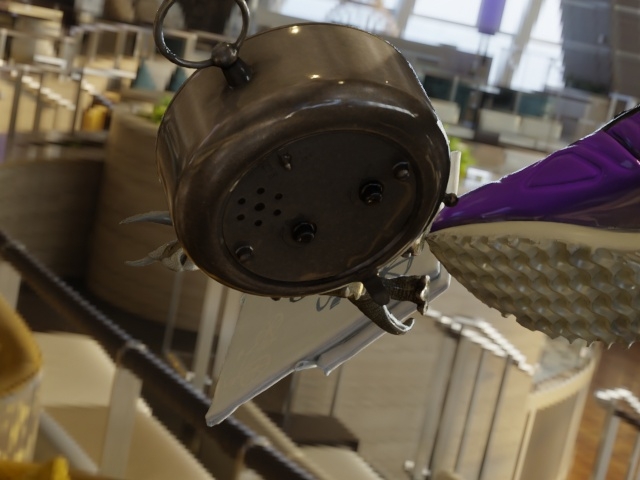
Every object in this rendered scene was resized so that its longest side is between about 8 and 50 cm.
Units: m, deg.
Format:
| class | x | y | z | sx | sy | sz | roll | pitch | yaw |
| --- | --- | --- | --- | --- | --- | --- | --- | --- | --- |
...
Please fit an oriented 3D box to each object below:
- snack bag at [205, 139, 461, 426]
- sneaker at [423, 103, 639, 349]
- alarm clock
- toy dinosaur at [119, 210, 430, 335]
| class | x | y | z | sx | sy | sz | roll | pitch | yaw |
| --- | --- | --- | --- | --- | --- | --- | --- | --- | --- |
| snack bag | 0.017 | 0.051 | 1.385 | 0.037 | 0.342 | 0.323 | 46 | 24 | -18 |
| sneaker | 0.193 | -0.034 | 0.633 | 0.293 | 0.146 | 0.102 | -8 | -41 | 44 |
| alarm clock | -0.015 | -0.041 | 0.540 | 0.192 | 0.129 | 0.064 | 53 | 12 | -44 |
| toy dinosaur | 0.000 | 0.000 | 0.993 | 0.160 | 0.121 | 0.313 | 16 | -1 | 31 |
